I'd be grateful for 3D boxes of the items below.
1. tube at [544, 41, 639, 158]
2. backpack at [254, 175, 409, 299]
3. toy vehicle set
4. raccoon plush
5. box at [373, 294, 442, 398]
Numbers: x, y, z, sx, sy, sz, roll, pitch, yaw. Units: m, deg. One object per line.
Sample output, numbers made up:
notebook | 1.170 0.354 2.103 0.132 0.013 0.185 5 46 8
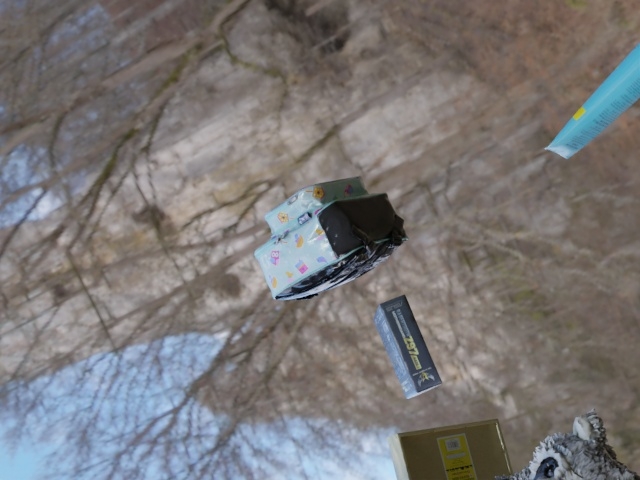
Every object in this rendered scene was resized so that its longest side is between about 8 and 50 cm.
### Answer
tube | 0.363 -0.178 1.213 0.080 0.207 0.052 13 -144 -51
backpack | 0.000 0.000 1.381 0.166 0.188 0.144 -18 -108 -53
toy vehicle set | 0.261 0.443 1.922 0.267 0.035 0.166 0 -112 -35
raccoon plush | 0.426 0.390 1.629 0.216 0.299 0.446 46 -154 14
box | 0.169 0.215 1.962 0.233 0.059 0.183 86 162 -78
